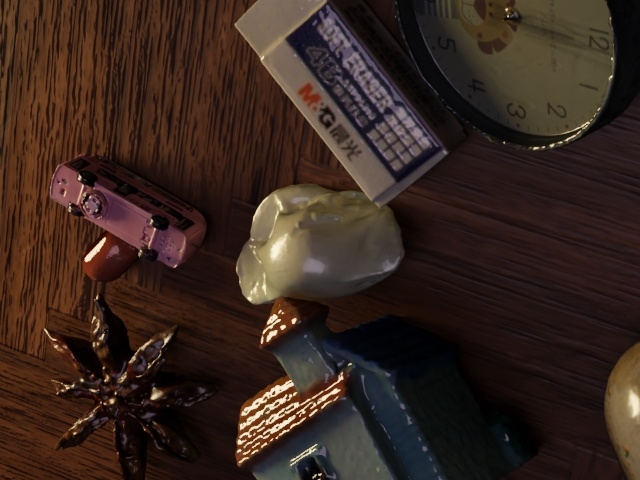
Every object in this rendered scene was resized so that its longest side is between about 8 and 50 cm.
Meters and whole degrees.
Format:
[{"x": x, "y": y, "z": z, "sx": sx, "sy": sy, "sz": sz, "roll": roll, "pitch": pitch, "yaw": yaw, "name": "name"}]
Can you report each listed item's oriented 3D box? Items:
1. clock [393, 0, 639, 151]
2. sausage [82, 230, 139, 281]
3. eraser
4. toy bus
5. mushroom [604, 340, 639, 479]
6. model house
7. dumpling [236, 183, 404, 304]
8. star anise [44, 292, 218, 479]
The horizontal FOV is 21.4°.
[{"x": 0.207, "y": -0.240, "z": 1.810, "sx": 0.312, "sy": 0.061, "sz": 0.313, "roll": 29, "pitch": 136, "yaw": 32, "name": "clock"}, {"x": -0.270, "y": 0.018, "z": 2.209, "sx": 0.054, "sy": 0.059, "sz": 0.094, "roll": 39, "pitch": 120, "yaw": -15, "name": "sausage"}, {"x": 0.034, "y": -0.185, "z": 1.966, "sx": 0.124, "sy": 0.081, "sz": 0.279, "roll": -39, "pitch": 90, "yaw": 32, "name": "eraser"}, {"x": -0.243, "y": -0.040, "z": 2.154, "sx": 0.203, "sy": 0.090, "sz": 0.063, "roll": 29, "pitch": 119, "yaw": 13, "name": "toy bus"}, {"x": 0.435, "y": 0.208, "z": 1.861, "sx": 0.243, "sy": 0.243, "sz": 0.243, "roll": 9, "pitch": 113, "yaw": 23, "name": "mushroom"}, {"x": 0.032, "y": 0.219, "z": 2.048, "sx": 0.295, "sy": 0.251, "sz": 0.329, "roll": -37, "pitch": 83, "yaw": 33, "name": "model house"}, {"x": 0.000, "y": 0.000, "z": 2.047, "sx": 0.229, "sy": 0.124, "sz": 0.151, "roll": -8, "pitch": 70, "yaw": 23, "name": "dumpling"}, {"x": -0.269, "y": 0.201, "z": 2.264, "sx": 0.288, "sy": 0.088, "sz": 0.288, "roll": 10, "pitch": 114, "yaw": 25, "name": "star anise"}]
